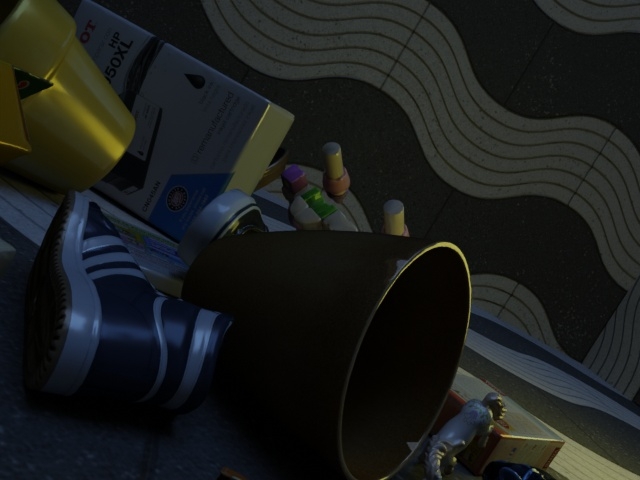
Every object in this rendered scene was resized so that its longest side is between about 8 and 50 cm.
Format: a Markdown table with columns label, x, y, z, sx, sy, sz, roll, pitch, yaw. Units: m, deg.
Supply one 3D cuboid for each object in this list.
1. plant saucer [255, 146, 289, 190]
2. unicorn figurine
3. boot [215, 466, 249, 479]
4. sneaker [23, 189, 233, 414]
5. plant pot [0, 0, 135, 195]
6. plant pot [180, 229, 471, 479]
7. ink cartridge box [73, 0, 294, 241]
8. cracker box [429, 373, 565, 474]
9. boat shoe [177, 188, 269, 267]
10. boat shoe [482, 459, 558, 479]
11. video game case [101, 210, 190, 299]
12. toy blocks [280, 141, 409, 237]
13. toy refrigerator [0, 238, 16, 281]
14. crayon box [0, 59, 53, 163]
| label | x | y | z | sx | sy | sz | roll | pitch | yaw |
| --- | --- | --- | --- | --- | --- | --- | --- | --- | --- |
| plant saucer | -0.192 | -0.130 | 1.447 | 0.278 | 0.278 | 0.041 | -132 | -160 | -70 |
| unicorn figurine | 0.148 | 0.227 | 0.745 | 0.060 | 0.162 | 0.111 | 27 | -22 | 23 |
| boot | -0.019 | 0.196 | 0.362 | 0.152 | 0.073 | 0.197 | 32 | -5 | 6 |
| sneaker | -0.174 | 0.053 | 0.607 | 0.153 | 0.099 | 0.282 | 21 | 17 | -28 |
| plant pot | -0.409 | -0.197 | 0.960 | 0.239 | 0.254 | 0.254 | 45 | -5 | -40 |
| plant pot | -0.013 | 0.082 | 0.687 | 0.254 | 0.237 | 0.237 | 19 | -1 | 33 |
| ink cartridge box | -0.296 | -0.204 | 1.210 | 0.395 | 0.285 | 0.166 | 31 | 7 | 11 |
| cracker box | 0.232 | 0.260 | 0.964 | 0.232 | 0.067 | 0.156 | 21 | 12 | -48 |
| boat shoe | -0.095 | 0.022 | 0.923 | 0.119 | 0.121 | 0.335 | 40 | -4 | 9 |
| boat shoe | 0.201 | 0.277 | 0.667 | 0.089 | 0.109 | 0.258 | 24 | -11 | 11 |
| video game case | -0.245 | 0.017 | 0.911 | 0.213 | 0.023 | 0.193 | 26 | 8 | -27 |
| toy blocks | 0.000 | 0.000 | 1.496 | 0.288 | 0.309 | 0.260 | 48 | -18 | 32 |
| toy refrigerator | -0.300 | 0.018 | 0.362 | 0.102 | 0.094 | 0.269 | 31 | 7 | 7 |
| crayon box | -0.348 | -0.080 | 0.442 | 0.318 | 0.202 | 0.081 | 5 | 69 | -73 |
